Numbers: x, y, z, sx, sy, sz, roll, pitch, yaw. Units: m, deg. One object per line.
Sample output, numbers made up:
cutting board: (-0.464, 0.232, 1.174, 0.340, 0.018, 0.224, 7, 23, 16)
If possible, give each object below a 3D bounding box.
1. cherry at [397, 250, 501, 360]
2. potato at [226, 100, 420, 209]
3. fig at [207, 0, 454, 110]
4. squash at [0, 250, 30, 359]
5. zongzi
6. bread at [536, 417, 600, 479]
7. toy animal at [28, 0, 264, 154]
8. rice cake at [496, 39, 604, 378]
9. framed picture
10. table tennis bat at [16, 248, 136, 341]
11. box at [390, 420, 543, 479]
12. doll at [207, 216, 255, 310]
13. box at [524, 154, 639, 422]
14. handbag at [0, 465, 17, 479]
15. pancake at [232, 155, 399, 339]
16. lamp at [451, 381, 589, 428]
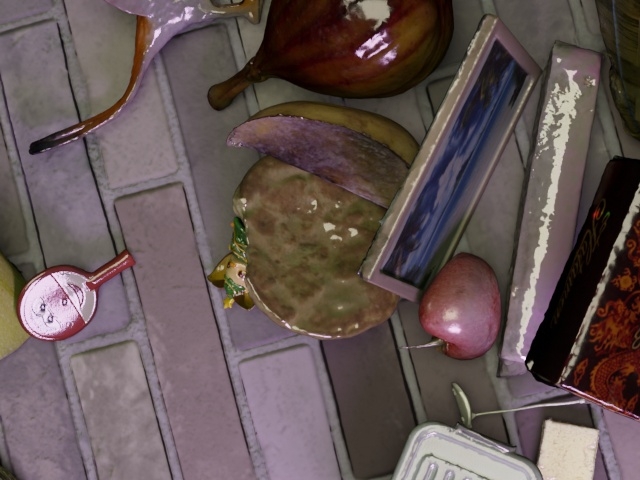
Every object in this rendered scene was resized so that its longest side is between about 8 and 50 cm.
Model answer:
cherry: (0.161, 0.078, 1.922, 0.087, 0.106, 0.126, 17, 92, 35)
potato: (0.039, -0.122, 1.916, 0.261, 0.120, 0.100, 25, 50, -13)
fig: (-0.002, -0.224, 1.930, 0.321, 0.217, 0.217, -33, 84, 25)
squash: (-0.430, 0.016, 1.937, 0.137, 0.287, 0.137, -5, 55, 8)
zongzi: (0.364, -0.255, 1.926, 0.125, 0.274, 0.251, -14, 125, -13)
bread: (0.278, 0.284, 1.937, 0.068, 0.028, 0.154, 9, 88, 7)
toy animal: (-0.205, -0.250, 1.973, 0.302, 0.225, 0.284, -4, 106, -5)
rice cake: (0.265, -0.033, 1.935, 0.070, 0.064, 0.399, 9, 89, 1)
framed picture: (0.148, -0.081, 1.869, 0.024, 0.232, 0.315, 27, 91, 22)
table tennis bat: (-0.290, 0.060, 1.999, 0.154, 0.019, 0.098, -33, 123, -9)
box: (0.143, 0.327, 1.899, 0.163, 0.135, 0.243, 21, 89, 6)
doll: (-0.079, 0.027, 1.985, 0.078, 0.076, 0.113, 36, 123, 32)
box: (0.456, 0.103, 1.818, 0.415, 0.116, 0.264, 22, 91, -13)
handbag: (-0.504, 0.384, 1.920, 0.247, 0.240, 0.341, 31, 92, 11)
pancake: (0.000, 0.001, 1.934, 0.222, 0.042, 0.236, -21, 78, -27)
lamp: (0.252, 0.177, 1.934, 0.198, 0.050, 0.056, -9, 85, 6)
